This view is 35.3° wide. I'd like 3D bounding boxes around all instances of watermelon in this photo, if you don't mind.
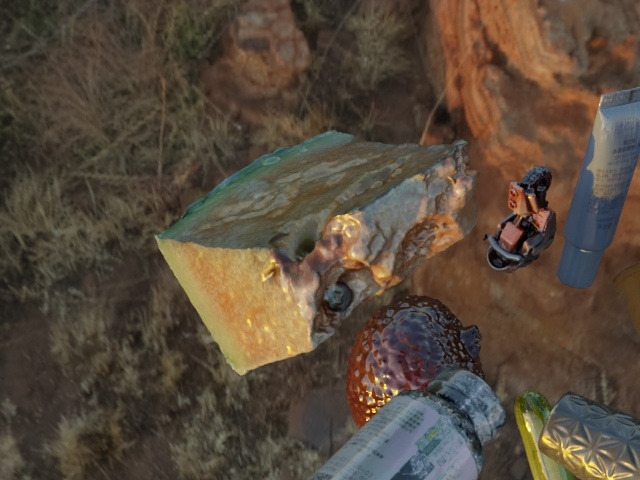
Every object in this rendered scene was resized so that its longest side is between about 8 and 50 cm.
[{"bbox_3d":[0.002,0.011,1.024,0.264,0.151,0.302,-35,24,-23],"label":"watermelon"}]

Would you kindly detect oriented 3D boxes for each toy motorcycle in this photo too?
[{"bbox_3d":[0.327,-0.023,1.640,0.118,0.213,0.084,-30,50,-24],"label":"toy motorcycle"}]

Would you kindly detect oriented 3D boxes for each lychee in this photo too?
[{"bbox_3d":[0.157,0.223,1.664,0.260,0.261,0.261,0,65,0],"label":"lychee"}]

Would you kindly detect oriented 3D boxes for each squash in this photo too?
[{"bbox_3d":[0.384,0.362,1.701,0.069,0.069,0.239,-20,100,-9],"label":"squash"}]

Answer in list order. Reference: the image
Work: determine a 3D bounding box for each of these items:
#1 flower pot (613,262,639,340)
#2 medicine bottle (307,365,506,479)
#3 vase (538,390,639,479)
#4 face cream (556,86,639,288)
[{"bbox_3d":[0.602,0.131,1.586,0.269,0.269,0.166,3,74,2],"label":"flower pot"},{"bbox_3d":[0.091,0.274,1.172,0.141,0.141,0.293,40,61,17],"label":"medicine bottle"},{"bbox_3d":[0.469,0.321,1.422,0.300,0.156,0.251,26,34,27],"label":"vase"},{"bbox_3d":[0.480,-0.087,1.714,0.135,0.385,0.086,-15,40,-28],"label":"face cream"}]
